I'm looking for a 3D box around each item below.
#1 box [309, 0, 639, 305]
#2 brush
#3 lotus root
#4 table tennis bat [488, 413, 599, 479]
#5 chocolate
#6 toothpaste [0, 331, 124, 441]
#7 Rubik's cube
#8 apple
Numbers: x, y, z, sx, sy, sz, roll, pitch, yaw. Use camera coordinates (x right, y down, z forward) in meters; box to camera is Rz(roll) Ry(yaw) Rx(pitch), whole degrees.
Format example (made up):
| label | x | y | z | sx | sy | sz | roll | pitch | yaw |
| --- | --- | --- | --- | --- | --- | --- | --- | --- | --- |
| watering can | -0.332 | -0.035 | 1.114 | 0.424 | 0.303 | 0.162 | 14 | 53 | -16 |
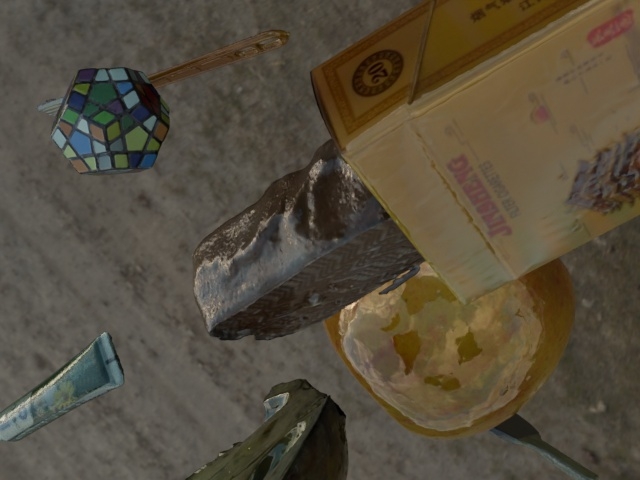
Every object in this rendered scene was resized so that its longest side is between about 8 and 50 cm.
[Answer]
| label | x | y | z | sx | sy | sz | roll | pitch | yaw |
| --- | --- | --- | --- | --- | --- | --- | --- | --- | --- |
| box | 0.155 | -0.090 | 0.526 | 0.274 | 0.076 | 0.174 | -29 | 137 | 13 |
| brush | -0.177 | -0.189 | 1.102 | 0.314 | 0.090 | 0.017 | -16 | 82 | 19 |
| lotus root | -0.071 | 0.285 | 0.856 | 0.142 | 0.314 | 0.210 | 48 | 170 | -16 |
| table tennis bat | 0.262 | 0.253 | 1.281 | 0.246 | 0.138 | 0.022 | 33 | 102 | 28 |
| chocolate | 0.000 | 0.000 | 0.766 | 0.214 | 0.148 | 0.093 | -31 | 67 | 28 |
| toothpaste | -0.242 | 0.143 | 0.853 | 0.204 | 0.031 | 0.049 | -33 | 72 | 34 |
| Rubik's cube | -0.228 | -0.128 | 1.037 | 0.133 | 0.112 | 0.133 | 13 | 125 | 19 |
| apple | 0.156 | 0.083 | 1.158 | 0.299 | 0.299 | 0.275 | 45 | 99 | -3 |
